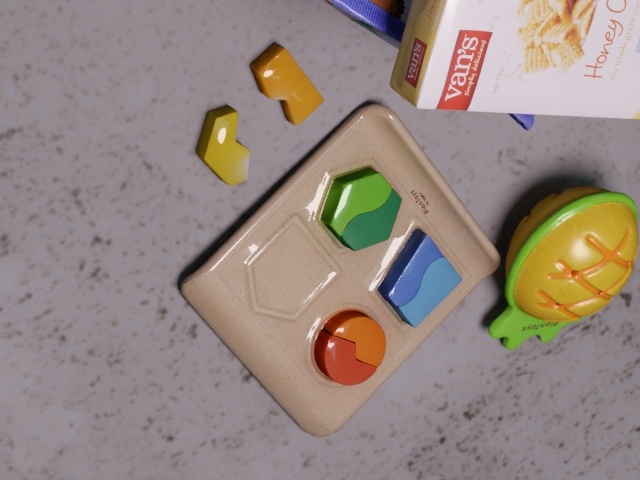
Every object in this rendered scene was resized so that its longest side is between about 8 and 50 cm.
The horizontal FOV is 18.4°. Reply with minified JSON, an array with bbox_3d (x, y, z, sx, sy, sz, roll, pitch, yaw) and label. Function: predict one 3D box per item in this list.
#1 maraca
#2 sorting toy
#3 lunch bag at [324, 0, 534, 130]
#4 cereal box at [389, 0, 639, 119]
[{"bbox_3d":[0.211,0.027,1.719,0.127,0.099,0.185,-6,137,-29],"label":"maraca"},{"bbox_3d":[0.000,0.000,1.626,0.229,0.041,0.307,-43,123,-6],"label":"sorting toy"},{"bbox_3d":[0.074,-0.316,1.422,0.385,0.239,0.328,32,96,-30],"label":"lunch bag"},{"bbox_3d":[0.177,-0.172,1.386,0.240,0.047,0.173,-1,118,-31],"label":"cereal box"}]
